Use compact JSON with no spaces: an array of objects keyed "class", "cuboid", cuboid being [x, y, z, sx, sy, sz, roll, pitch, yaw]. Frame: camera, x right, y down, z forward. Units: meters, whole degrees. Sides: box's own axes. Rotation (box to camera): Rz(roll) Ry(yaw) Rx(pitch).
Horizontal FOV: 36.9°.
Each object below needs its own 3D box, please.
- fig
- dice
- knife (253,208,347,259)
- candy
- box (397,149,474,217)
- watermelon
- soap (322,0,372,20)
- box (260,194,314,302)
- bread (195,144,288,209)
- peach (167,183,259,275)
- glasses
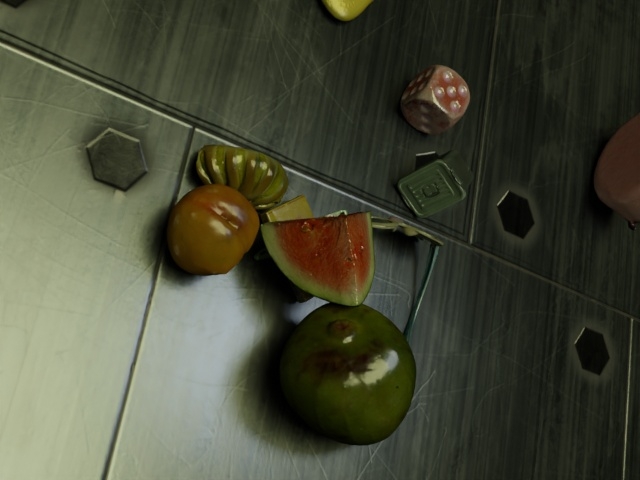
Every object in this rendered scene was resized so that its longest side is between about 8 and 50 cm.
[{"class":"fig","cuboid":[0.043,0.215,1.456,0.203,0.203,0.225,-45,137,-33]},{"class":"dice","cuboid":[0.206,-0.253,1.731,0.091,0.093,0.094,40,59,-18]},{"class":"knife","cuboid":[-0.030,-0.011,1.559,0.207,0.014,0.030,-25,92,-37]},{"class":"candy","cuboid":[0.656,-0.149,1.908,0.094,0.255,0.255,32,61,-22]},{"class":"box","cuboid":[0.204,-0.103,1.677,0.084,0.122,0.069,55,44,-10]},{"class":"watermelon","cuboid":[-0.003,0.014,1.472,0.193,0.145,0.137,-81,158,-43]},{"class":"soap","cuboid":[0.063,-0.456,1.732,0.168,0.033,0.089,-40,102,-34]},{"class":"box","cuboid":[-0.031,0.013,1.531,0.087,0.023,0.155,-28,97,-35]},{"class":"bread","cuboid":[-0.107,-0.100,1.489,0.157,0.094,0.083,30,55,-45]},{"class":"peach","cuboid":[-0.159,-0.018,1.407,0.138,0.138,0.138,10,72,-31]},{"class":"glasses","cuboid":[0.122,0.064,1.588,0.189,0.088,0.220,14,71,-34]}]
